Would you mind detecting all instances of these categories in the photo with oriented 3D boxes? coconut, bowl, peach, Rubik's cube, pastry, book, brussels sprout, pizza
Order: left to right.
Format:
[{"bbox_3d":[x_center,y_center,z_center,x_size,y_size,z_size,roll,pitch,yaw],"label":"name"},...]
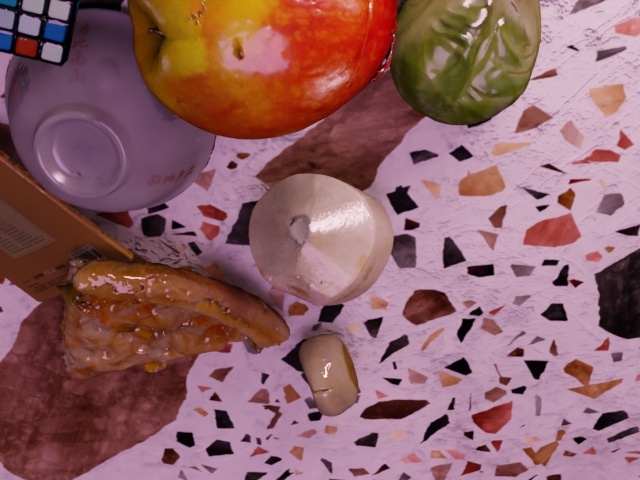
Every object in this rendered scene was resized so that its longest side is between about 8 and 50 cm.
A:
[{"bbox_3d":[-0.534,-0.040,1.838,0.269,0.032,0.389,-20,131,35],"label":"book"},{"bbox_3d":[-0.411,-0.374,1.502,0.184,0.187,0.182,12,129,-16],"label":"Rubik's cube"},{"bbox_3d":[-0.338,-0.162,1.662,0.345,0.157,0.346,3,121,6],"label":"bowl"},{"bbox_3d":[-0.306,0.133,1.951,0.434,0.080,0.392,-15,148,7],"label":"pizza"},{"bbox_3d":[-0.074,-0.308,1.494,0.370,0.370,0.370,-2,131,-2],"label":"peach"},{"bbox_3d":[-0.003,-0.002,1.814,0.241,0.241,0.241,-2,131,-2],"label":"coconut"},{"bbox_3d":[0.017,0.256,2.095,0.092,0.156,0.156,-22,129,10],"label":"pastry"},{"bbox_3d":[0.211,-0.289,1.604,0.244,0.244,0.244,-2,131,-2],"label":"brussels sprout"}]

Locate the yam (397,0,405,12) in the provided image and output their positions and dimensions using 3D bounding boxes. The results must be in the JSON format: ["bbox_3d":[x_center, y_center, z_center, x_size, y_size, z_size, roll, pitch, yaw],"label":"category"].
[{"bbox_3d":[0.089,-0.368,1.633,0.094,0.043,0.043,13,129,-14],"label":"yam"}]
